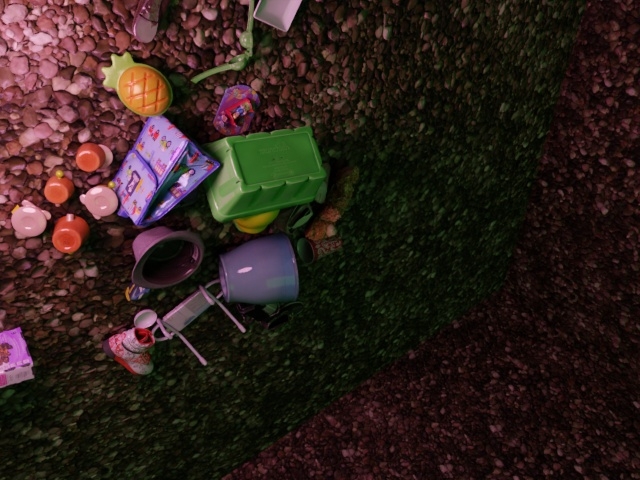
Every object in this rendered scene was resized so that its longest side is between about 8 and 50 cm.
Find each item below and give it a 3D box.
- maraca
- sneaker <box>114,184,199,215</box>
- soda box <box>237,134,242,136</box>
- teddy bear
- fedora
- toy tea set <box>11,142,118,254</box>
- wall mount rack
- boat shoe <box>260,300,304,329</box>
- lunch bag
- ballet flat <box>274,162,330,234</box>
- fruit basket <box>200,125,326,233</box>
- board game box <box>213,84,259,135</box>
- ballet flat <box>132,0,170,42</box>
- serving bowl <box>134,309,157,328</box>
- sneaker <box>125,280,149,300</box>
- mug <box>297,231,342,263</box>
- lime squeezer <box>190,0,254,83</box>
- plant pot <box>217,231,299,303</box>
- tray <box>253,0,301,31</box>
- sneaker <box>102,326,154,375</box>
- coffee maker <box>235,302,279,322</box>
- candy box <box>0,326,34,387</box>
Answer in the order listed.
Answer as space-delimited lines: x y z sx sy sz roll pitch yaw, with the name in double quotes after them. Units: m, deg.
-0.475 -0.404 1.421 0.185 0.099 0.127 37 95 -27 "maraca"
-0.501 -0.112 1.675 0.283 0.107 0.124 -20 143 -30 "sneaker"
-0.282 -0.247 1.782 0.058 0.063 0.183 20 111 -50 "soda box"
0.063 -0.140 2.111 0.113 0.245 0.338 27 86 -12 "teddy bear"
-0.515 0.037 1.782 0.275 0.124 0.244 3 126 -55 "fedora"
-0.679 -0.118 1.520 0.336 0.124 0.200 -45 115 6 "toy tea set"
-0.461 0.325 2.113 0.350 0.130 0.304 -39 145 -6 "wall mount rack"
-0.165 0.343 2.466 0.227 0.069 0.081 -19 137 -31 "boat shoe"
-0.463 -0.181 1.528 0.293 0.221 0.138 -50 143 2 "lunch bag"
-0.045 -0.148 2.070 0.316 0.106 0.107 -52 143 9 "ballet flat"
-0.199 -0.183 1.716 0.392 0.283 0.392 -17 176 -1 "fruit basket"
-0.252 -0.395 1.693 0.133 0.033 0.169 4 123 -46 "board game box"
-0.396 -0.605 1.340 0.084 0.058 0.250 20 106 -28 "ballet flat"
-0.640 0.280 1.983 0.083 0.027 0.083 -26 140 -24 "serving bowl"
-0.609 0.148 1.865 0.059 0.053 0.144 16 122 -49 "sneaker"
0.005 0.007 2.271 0.169 0.113 0.150 -18 138 -36 "mug"
-0.239 -0.558 1.545 0.110 0.059 0.310 31 104 -20 "lime squeezer"
-0.243 0.121 2.034 0.255 0.272 0.272 -10 134 -18 "plant pot"
-0.088 -0.731 1.514 0.145 0.030 0.270 1 125 -52 "tray"
-0.659 0.411 2.015 0.145 0.090 0.270 -26 141 6 "sneaker"
-0.274 0.270 2.232 0.171 0.120 0.178 -47 151 0 "coffee maker"
-0.978 0.362 1.621 0.196 0.165 0.070 -14 134 -35 "candy box"
